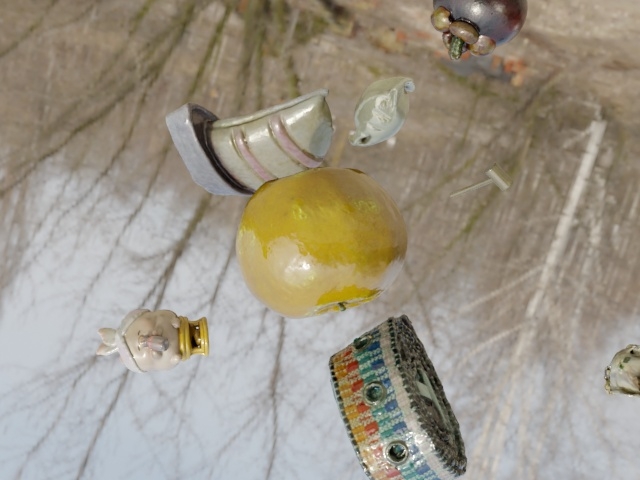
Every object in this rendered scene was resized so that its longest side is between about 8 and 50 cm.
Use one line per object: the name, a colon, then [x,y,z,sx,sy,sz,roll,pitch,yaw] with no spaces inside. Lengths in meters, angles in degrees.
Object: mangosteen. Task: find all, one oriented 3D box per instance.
mangosteen: [0.210,-0.306,1.403,0.140,0.140,0.140,17,-173,-2]

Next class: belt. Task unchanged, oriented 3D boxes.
belt: [0.109,0.273,1.680,0.207,0.160,0.295,26,-143,-62]

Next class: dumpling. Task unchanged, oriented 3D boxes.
dumpling: [0.128,-0.254,1.946,0.100,0.169,0.134,28,-140,18]

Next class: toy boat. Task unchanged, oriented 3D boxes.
toy boat: [-0.115,-0.158,1.883,0.293,0.111,0.276,2,147,11]

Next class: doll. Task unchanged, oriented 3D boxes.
doll: [-0.190,0.114,1.169,0.127,0.073,0.084,-4,-177,-10]

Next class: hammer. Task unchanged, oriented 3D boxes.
hammer: [0.206,-0.074,1.364,0.035,0.019,0.110,45,151,-15]

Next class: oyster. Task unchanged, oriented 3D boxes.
oyster: [0.539,0.219,1.744,0.053,0.108,0.166,12,171,-37]

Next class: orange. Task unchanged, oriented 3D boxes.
orange: [0.000,0.000,1.652,0.279,0.235,0.279,-17,170,-3]
